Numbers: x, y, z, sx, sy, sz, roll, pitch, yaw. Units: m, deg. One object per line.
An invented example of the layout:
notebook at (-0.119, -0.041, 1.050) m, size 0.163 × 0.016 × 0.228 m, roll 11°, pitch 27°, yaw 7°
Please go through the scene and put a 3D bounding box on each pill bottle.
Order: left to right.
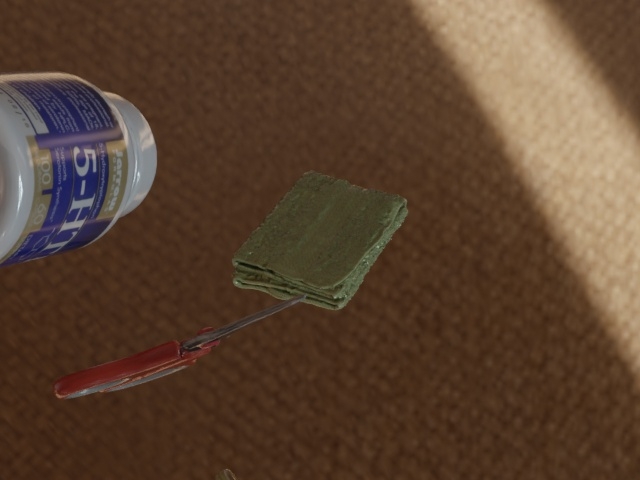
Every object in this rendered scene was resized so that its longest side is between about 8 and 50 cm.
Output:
pill bottle at (-0.174, -0.044, 1.059) m, size 0.112 × 0.186 × 0.112 m, roll 3°, pitch 98°, yaw 22°

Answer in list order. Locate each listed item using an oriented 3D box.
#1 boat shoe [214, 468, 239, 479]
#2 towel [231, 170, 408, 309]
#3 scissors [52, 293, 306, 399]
boat shoe at (-0.073, 0.343, 1.798) m, size 0.089 × 0.285 × 0.104 m, roll -26°, pitch 40°, yaw -11°
towel at (0.000, 0.000, 1.521) m, size 0.110 × 0.027 × 0.148 m, roll 17°, pitch 47°, yaw 20°
scissors at (-0.088, 0.075, 1.378) m, size 0.297 × 0.109 × 0.021 m, roll -24°, pitch 77°, yaw 38°
